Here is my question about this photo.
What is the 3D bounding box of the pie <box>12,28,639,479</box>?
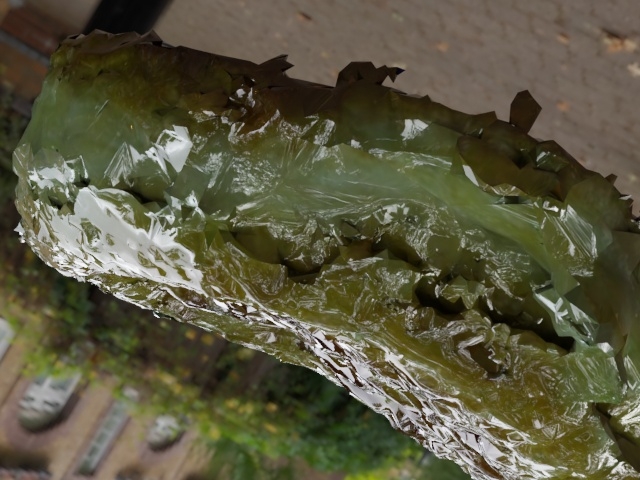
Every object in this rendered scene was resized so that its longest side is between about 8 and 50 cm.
[{"bbox_3d":[0.015,0.024,0.542,0.288,0.103,0.355,25,165,9],"label":"pie"}]
